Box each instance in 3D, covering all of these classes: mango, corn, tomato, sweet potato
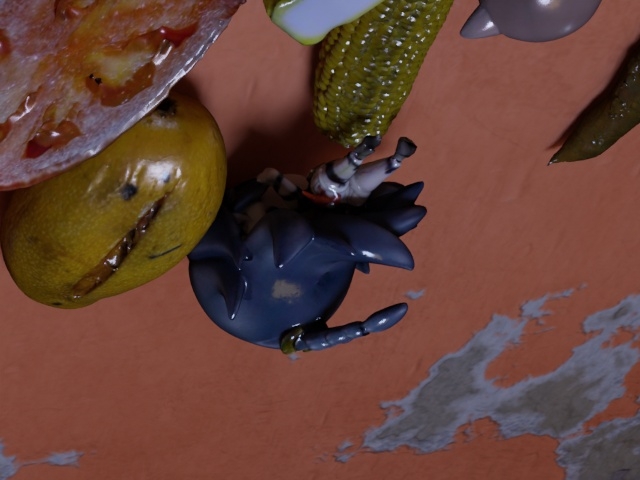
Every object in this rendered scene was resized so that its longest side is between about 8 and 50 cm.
[{"bbox_3d":[-0.193,-0.021,1.790,0.177,0.120,0.295,10,135,-34],"label":"mango"},{"bbox_3d":[0.057,-0.200,1.709,0.101,0.101,0.310,-4,146,-24],"label":"corn"},{"bbox_3d":[-0.229,-0.189,1.499,0.338,0.144,0.338,-31,153,-17],"label":"tomato"},{"bbox_3d":[0.322,-0.155,1.940,0.067,0.067,0.274,9,137,-37],"label":"sweet potato"}]

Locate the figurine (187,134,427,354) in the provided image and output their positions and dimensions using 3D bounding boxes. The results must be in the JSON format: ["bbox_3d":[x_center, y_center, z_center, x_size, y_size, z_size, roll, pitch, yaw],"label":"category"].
[{"bbox_3d":[-0.015,0.003,1.827,0.175,0.197,0.265,25,164,-23],"label":"figurine"}]

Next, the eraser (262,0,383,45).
[{"bbox_3d":[0.009,-0.272,1.475,0.158,0.226,0.069,-32,142,18],"label":"eraser"}]

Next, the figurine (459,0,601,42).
[{"bbox_3d":[0.191,-0.236,1.721,0.138,0.125,0.125,-21,148,-28],"label":"figurine"}]
